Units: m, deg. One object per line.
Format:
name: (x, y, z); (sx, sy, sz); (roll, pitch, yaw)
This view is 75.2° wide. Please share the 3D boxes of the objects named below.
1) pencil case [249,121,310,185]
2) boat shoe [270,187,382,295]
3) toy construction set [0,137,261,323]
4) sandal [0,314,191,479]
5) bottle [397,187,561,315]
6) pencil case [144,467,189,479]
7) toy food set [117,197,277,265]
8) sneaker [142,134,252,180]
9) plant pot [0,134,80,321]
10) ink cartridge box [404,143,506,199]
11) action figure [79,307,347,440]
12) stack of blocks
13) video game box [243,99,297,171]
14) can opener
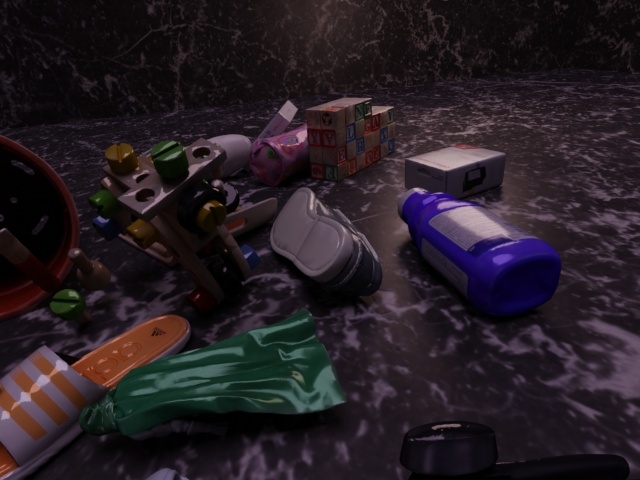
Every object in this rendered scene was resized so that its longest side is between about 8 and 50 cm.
pencil case: (-0.056, -0.242, 1.090); (0.124, 0.124, 0.284); (14, 35, 33)
boat shoe: (0.000, 0.000, 0.669); (0.099, 0.116, 0.319); (32, 5, -25)
toy construction set: (-0.238, -0.036, 0.522); (0.308, 0.237, 0.258); (-23, 63, -17)
sandal: (-0.257, 0.134, 0.432); (0.101, 0.076, 0.265); (12, 31, 30)
bottle: (0.202, -0.003, 0.605); (0.118, 0.093, 0.283); (-11, 27, -13)
pencil case: (-0.199, 0.219, 0.216); (0.272, 0.114, 0.124); (-12, 8, -12)
toy food set: (-0.264, -0.065, 0.809); (0.305, 0.093, 0.219); (20, 36, 39)
sneaker: (-0.302, -0.193, 1.014); (0.292, 0.108, 0.169); (-20, 9, -9)
plant pot: (-0.534, -0.041, 0.655); (0.272, 0.273, 0.265); (-18, 21, -25)
ink cartridge box: (0.288, -0.149, 0.900); (0.174, 0.073, 0.127); (-18, 30, -24)
action figure: (-0.106, 0.142, 0.405); (0.231, 0.064, 0.137); (-9, 29, -16)
stack of blocks: (0.090, -0.285, 1.097); (0.087, 0.171, 0.297); (15, 32, 34)
video game box: (-0.148, -0.303, 1.192); (0.048, 0.187, 0.205); (37, 24, -15)
can opener: (0.149, 0.178, 0.298); (0.185, 0.073, 0.059); (4, 19, -2)
